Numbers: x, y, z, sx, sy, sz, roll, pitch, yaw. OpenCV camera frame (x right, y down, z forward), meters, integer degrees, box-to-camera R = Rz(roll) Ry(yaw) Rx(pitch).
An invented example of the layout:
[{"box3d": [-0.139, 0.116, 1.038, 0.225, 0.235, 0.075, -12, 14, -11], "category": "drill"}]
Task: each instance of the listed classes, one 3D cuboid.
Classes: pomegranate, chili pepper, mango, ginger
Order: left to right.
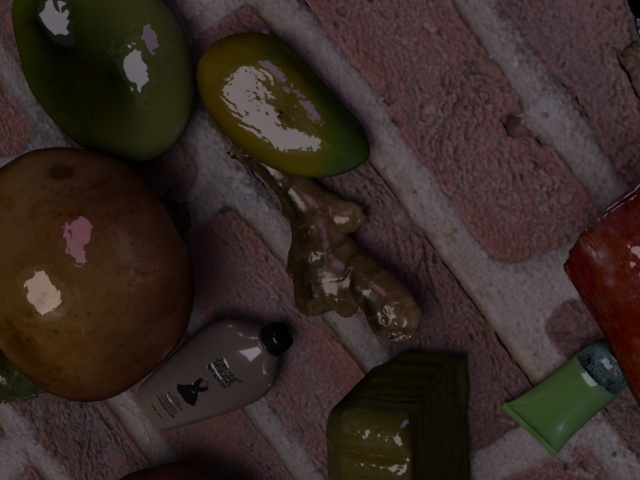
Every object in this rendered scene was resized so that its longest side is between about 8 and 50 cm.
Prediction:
[{"box3d": [-0.303, 0.032, 1.531, 0.338, 0.338, 0.338, 8, 112, 20], "category": "pomegranate"}, {"box3d": [-0.053, -0.160, 1.456, 0.137, 0.091, 0.237, -42, 87, 10], "category": "mango"}, {"box3d": [0.000, 0.000, 1.510, 0.148, 0.081, 0.334, -33, 85, 33], "category": "ginger"}, {"box3d": [0.427, 0.058, 1.301, 0.251, 0.229, 0.305, -36, 83, 32], "category": "chili pepper"}]

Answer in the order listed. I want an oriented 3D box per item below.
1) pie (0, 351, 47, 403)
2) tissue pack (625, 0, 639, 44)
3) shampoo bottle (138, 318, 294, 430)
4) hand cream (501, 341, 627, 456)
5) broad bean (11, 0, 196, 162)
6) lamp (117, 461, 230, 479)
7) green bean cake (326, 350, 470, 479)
[{"box3d": [-0.507, 0.122, 1.772, 0.306, 0.071, 0.306, 8, 113, 21], "category": "pie"}, {"box3d": [0.479, -0.352, 1.086, 0.416, 0.253, 0.264, -17, 102, 25], "category": "tissue pack"}, {"box3d": [-0.143, 0.184, 1.638, 0.257, 0.078, 0.127, -33, 94, 27], "category": "shampoo bottle"}, {"box3d": [0.318, 0.195, 1.474, 0.095, 0.046, 0.175, 43, 125, 2], "category": "hand cream"}, {"box3d": [-0.283, -0.237, 1.516, 0.238, 0.119, 0.291, -37, 93, 29], "category": "broad bean"}, {"box3d": [-0.208, 0.476, 1.681, 0.305, 0.239, 0.305, 8, 112, 20], "category": "lamp"}, {"box3d": [0.103, 0.277, 1.484, 0.124, 0.236, 0.233, 3, 108, 24], "category": "green bean cake"}]
